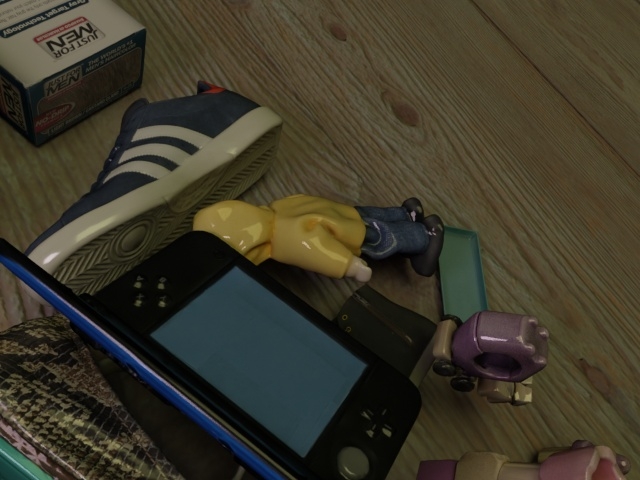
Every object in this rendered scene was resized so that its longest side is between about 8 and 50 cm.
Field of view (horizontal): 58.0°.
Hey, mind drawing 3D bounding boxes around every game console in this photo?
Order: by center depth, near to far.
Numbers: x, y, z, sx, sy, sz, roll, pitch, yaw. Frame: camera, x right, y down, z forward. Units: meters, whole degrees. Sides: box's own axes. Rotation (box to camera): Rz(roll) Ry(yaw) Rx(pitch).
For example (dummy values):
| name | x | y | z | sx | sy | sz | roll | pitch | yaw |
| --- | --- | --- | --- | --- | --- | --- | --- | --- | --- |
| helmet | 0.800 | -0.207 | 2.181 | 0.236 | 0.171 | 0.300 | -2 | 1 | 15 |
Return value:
| name | x | y | z | sx | sy | sz | roll | pitch | yaw |
| --- | --- | --- | --- | --- | --- | --- | --- | --- | --- |
| game console | -0.048 | 0.078 | 0.448 | 0.293 | 0.173 | 0.250 | 36 | 40 | 9 |

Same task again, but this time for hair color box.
| name | x | y | z | sx | sy | sz | roll | pitch | yaw |
| --- | --- | --- | --- | --- | --- | --- | --- | --- | --- |
| hair color box | -0.400 | -0.289 | 0.698 | 0.347 | 0.105 | 0.174 | 39 | 55 | 6 |

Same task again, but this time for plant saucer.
| name | x | y | z | sx | sy | sz | roll | pitch | yaw |
| --- | --- | --- | --- | --- | --- | --- | --- | --- | --- |
| plant saucer | 0.184 | 0.066 | 0.752 | 0.067 | 0.018 | 0.192 | 10 | 56 | -14 |

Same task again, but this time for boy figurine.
| name | x | y | z | sx | sy | sz | roll | pitch | yaw |
| --- | --- | --- | --- | --- | --- | --- | --- | --- | --- |
| boy figurine | 0.000 | 0.000 | 0.665 | 0.285 | 0.092 | 0.177 | -4 | 27 | -21 |

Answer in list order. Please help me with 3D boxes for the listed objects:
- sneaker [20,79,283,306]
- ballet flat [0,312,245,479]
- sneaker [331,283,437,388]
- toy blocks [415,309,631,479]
| name | x | y | z | sx | sy | sz | roll | pitch | yaw |
| --- | --- | --- | --- | --- | --- | --- | --- | --- | --- |
| sneaker | -0.198 | -0.070 | 0.637 | 0.148 | 0.131 | 0.350 | 36 | 48 | 12 |
| ballet flat | -0.100 | 0.232 | 0.466 | 0.483 | 0.164 | 0.182 | 43 | 45 | 12 |
| sneaker | 0.037 | 0.150 | 0.617 | 0.118 | 0.083 | 0.222 | 32 | 50 | 13 |
| toy blocks | 0.254 | 0.232 | 0.473 | 0.288 | 0.260 | 0.309 | 41 | 48 | -26 |
